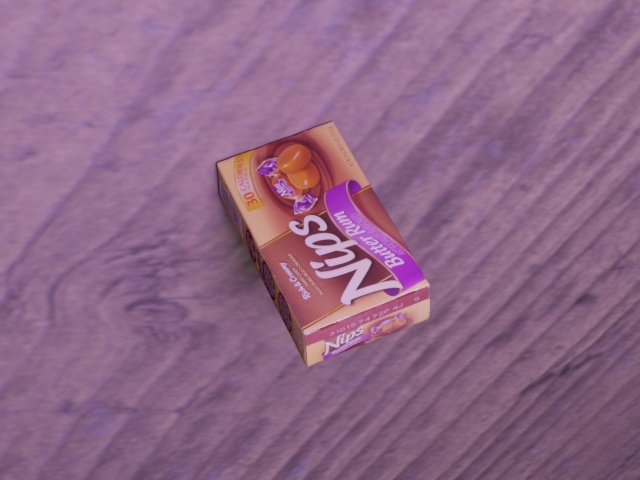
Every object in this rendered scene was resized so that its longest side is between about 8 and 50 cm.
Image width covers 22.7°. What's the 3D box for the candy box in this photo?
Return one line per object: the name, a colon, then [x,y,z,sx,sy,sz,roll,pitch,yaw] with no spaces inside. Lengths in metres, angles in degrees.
candy box: [0.000,0.000,1.286,0.109,0.187,0.053,-20,145,-12]
